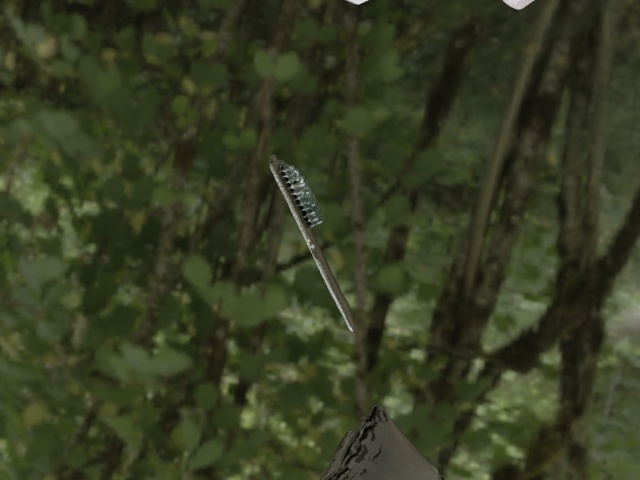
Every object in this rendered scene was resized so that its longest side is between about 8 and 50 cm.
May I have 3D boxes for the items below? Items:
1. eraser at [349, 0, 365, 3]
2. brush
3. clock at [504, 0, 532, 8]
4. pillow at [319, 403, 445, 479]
[{"bbox_3d":[0.042,-0.313,1.391,0.065,0.105,0.026,-20,166,27],"label":"eraser"},{"bbox_3d":[0.000,0.000,1.270,0.027,0.190,0.034,-24,-168,5],"label":"brush"},{"bbox_3d":[0.174,-0.442,1.282,0.326,0.342,0.184,47,-133,11],"label":"clock"},{"bbox_3d":[0.090,0.321,1.054,0.326,0.228,0.101,44,140,-3],"label":"pillow"}]
